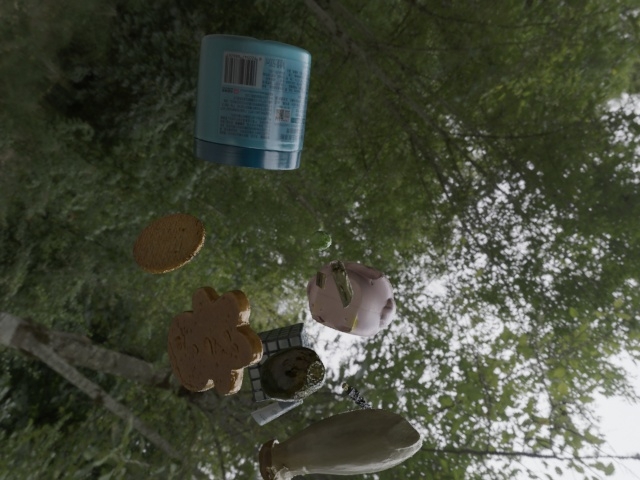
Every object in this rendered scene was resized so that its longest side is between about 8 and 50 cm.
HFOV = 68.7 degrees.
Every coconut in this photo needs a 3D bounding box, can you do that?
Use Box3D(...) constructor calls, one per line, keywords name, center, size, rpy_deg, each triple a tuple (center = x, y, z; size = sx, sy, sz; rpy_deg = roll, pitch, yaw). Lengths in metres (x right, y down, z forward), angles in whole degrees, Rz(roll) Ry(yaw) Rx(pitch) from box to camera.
Box3D(name="coconut", center=(0.000, 0.000, 2.007), size=(0.096, 0.088, 0.088), rpy_deg=(-14, -139, 50))

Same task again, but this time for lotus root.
Box3D(name="lotus root", center=(-0.094, 0.417, 1.459), size=(0.274, 0.151, 0.160), rpy_deg=(-27, -107, 49))

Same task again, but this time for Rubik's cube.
Box3D(name="Rubik's cube", center=(-0.159, 0.481, 1.882), size=(0.238, 0.237, 0.237), rpy_deg=(-13, -179, 4))

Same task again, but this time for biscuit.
Box3D(name="biscuit", center=(-0.276, 0.259, 1.185), size=(0.052, 0.275, 0.355), rpy_deg=(-3, 156, -49))
Box3D(name="biscuit", center=(-0.505, 0.007, 1.563), size=(0.253, 0.035, 0.254), rpy_deg=(-6, -130, 7))

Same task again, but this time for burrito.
Box3D(name="burrito", center=(0.069, 0.132, 1.434), size=(0.055, 0.149, 0.041), rpy_deg=(-13, 166, -30))

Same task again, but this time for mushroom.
Box3D(name="mushroom", center=(0.037, 0.436, 0.986), size=(0.350, 0.128, 0.128), rpy_deg=(-19, -154, 9))

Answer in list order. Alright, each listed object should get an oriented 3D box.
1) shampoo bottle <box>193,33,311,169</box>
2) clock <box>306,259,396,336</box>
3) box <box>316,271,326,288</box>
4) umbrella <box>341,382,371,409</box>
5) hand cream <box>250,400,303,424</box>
Box3D(name="shampoo bottle", center=(-0.205, -0.409, 1.406), size=(0.331, 0.331, 0.343), rpy_deg=(-117, -147, -70))
Box3D(name="clock", center=(0.141, 0.219, 1.884), size=(0.376, 0.368, 0.251), rpy_deg=(10, 96, -66))
Box3D(name="box", center=(0.001, 0.124, 1.471), size=(0.083, 0.012, 0.046), rpy_deg=(-169, -96, -77))
Box3D(name="umbrella", center=(0.124, 0.537, 1.606), size=(0.040, 0.144, 0.037), rpy_deg=(-43, -158, -4))
Box3D(name="hand cream", center=(-0.187, 0.719, 2.003), size=(0.255, 0.079, 0.048), rpy_deg=(-33, -169, 19))
